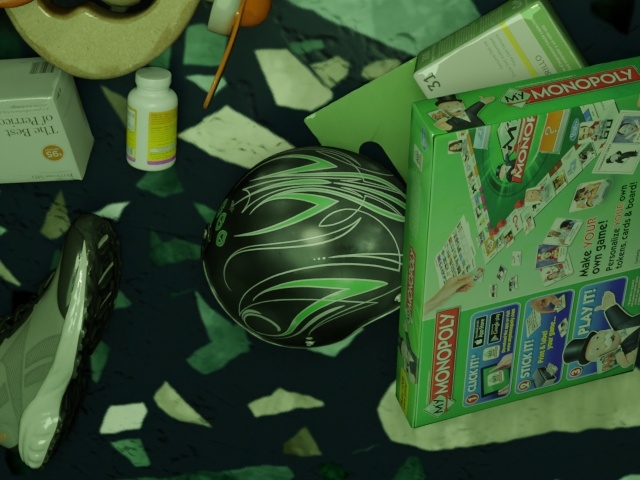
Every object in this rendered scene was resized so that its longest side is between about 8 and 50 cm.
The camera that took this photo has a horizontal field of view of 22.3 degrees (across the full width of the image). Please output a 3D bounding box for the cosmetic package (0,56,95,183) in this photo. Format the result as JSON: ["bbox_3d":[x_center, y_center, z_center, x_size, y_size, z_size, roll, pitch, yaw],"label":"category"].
[{"bbox_3d":[-0.326,-0.098,1.401,0.239,0.060,0.099,-3,137,11],"label":"cosmetic package"}]

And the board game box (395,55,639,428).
[{"bbox_3d":[0.171,0.007,1.302,0.213,0.046,0.317,-12,134,-14],"label":"board game box"}]

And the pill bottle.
[{"bbox_3d":[-0.144,-0.105,1.391,0.043,0.043,0.083,8,118,5],"label":"pill bottle"}]

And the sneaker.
[{"bbox_3d":[-0.257,0.090,1.482,0.108,0.100,0.272,25,119,2],"label":"sneaker"}]

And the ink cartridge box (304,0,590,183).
[{"bbox_3d":[0.124,-0.082,1.354,0.235,0.056,0.171,-29,110,19],"label":"ink cartridge box"}]

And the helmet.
[{"bbox_3d":[0.000,0.000,1.350,0.169,0.169,0.161,45,130,-14],"label":"helmet"}]

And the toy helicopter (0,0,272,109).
[{"bbox_3d":[-0.098,-0.266,1.255,0.235,0.140,0.355,42,107,-9],"label":"toy helicopter"}]
